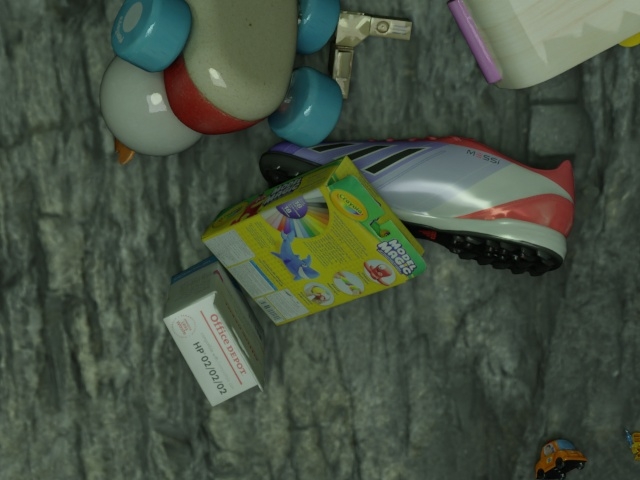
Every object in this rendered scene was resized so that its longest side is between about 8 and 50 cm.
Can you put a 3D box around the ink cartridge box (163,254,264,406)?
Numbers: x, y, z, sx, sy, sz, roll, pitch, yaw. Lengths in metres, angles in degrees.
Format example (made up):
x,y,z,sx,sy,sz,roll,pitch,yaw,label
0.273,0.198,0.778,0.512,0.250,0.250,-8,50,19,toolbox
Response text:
x,y,z,sx,sy,sz,roll,pitch,yaw,label
-0.104,0.091,1.453,0.061,0.181,0.104,-27,104,5,ink cartridge box

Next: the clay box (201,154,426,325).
x,y,z,sx,sy,sz,roll,pitch,yaw,label
0.000,0.000,1.431,0.222,0.053,0.127,-21,116,43,clay box

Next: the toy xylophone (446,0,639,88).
x,y,z,sx,sy,sz,roll,pitch,yaw,label
0.276,-0.288,1.422,0.323,0.081,0.236,-20,105,3,toy xylophone

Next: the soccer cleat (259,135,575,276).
x,y,z,sx,sy,sz,roll,pitch,yaw,label
0.099,-0.060,1.476,0.318,0.108,0.116,15,72,4,soccer cleat

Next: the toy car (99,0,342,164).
x,y,z,sx,sy,sz,roll,pitch,yaw,label
-0.137,-0.169,1.404,0.219,0.210,0.238,24,142,-36,toy car

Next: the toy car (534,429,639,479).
x,y,z,sx,sy,sz,roll,pitch,yaw,label
0.291,0.231,1.593,0.122,0.060,0.040,-3,61,-19,toy car

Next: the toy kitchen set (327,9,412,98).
x,y,z,sx,sy,sz,roll,pitch,yaw,label
0.048,-0.179,1.447,0.075,0.068,0.083,6,105,-4,toy kitchen set
